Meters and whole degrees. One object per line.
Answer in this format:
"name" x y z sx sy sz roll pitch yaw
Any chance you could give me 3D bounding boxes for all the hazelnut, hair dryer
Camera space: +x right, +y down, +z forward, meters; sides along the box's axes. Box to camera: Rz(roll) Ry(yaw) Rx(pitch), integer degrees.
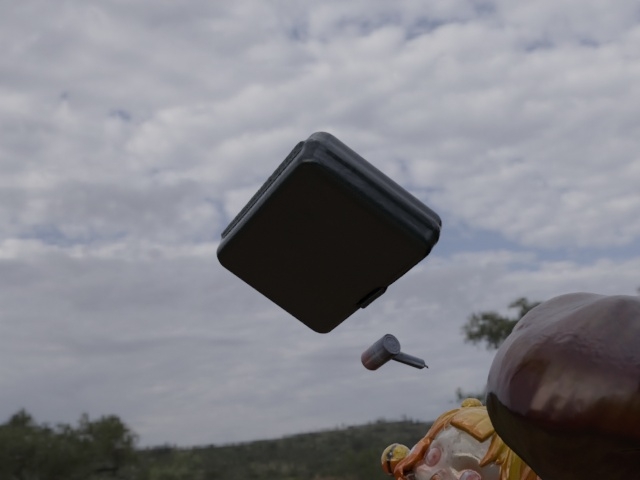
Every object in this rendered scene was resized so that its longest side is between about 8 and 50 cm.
"hazelnut" 0.289 0.154 0.958 0.229 0.230 0.229 -5 -15 -1
"hair dryer" 0.127 0.191 1.536 0.114 0.037 0.063 21 -44 -27

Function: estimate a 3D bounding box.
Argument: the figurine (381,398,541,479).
"figurine" 0.241 0.407 1.554 0.320 0.323 0.196 27 -8 46

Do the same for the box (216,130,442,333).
"box" 0.000 0.000 0.952 0.160 0.050 0.230 36 -38 -8
